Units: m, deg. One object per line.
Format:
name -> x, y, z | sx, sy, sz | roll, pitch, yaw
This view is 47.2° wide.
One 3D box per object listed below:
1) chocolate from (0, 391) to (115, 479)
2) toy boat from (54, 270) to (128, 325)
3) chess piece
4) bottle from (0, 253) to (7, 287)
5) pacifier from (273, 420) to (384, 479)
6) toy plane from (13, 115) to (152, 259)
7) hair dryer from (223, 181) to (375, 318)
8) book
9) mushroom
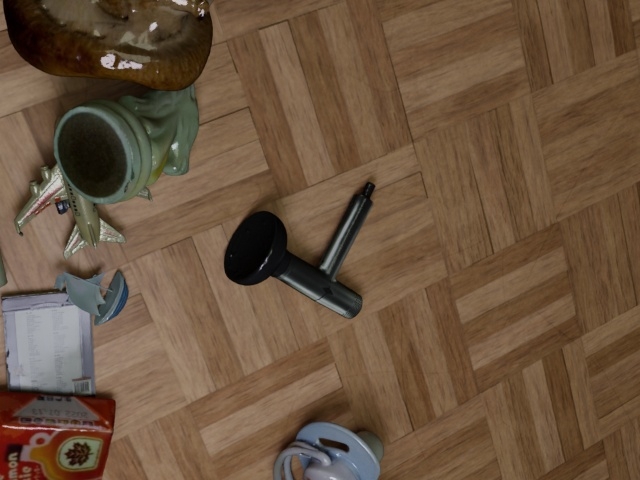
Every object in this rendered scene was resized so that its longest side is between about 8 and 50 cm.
chocolate -> -0.517, 0.414, 1.369 | 0.234, 0.108, 0.238 | 12, 103, -27
toy boat -> -0.425, 0.109, 1.371 | 0.149, 0.034, 0.106 | 0, 97, -50
chess piece -> -0.305, -0.180, 1.286 | 0.298, 0.175, 0.176 | -40, 123, -58
bottle -> -0.602, -0.013, 1.270 | 0.072, 0.072, 0.202 | -13, 106, -21
pacifier -> 0.054, 0.506, 1.629 | 0.233, 0.244, 0.300 | -30, 120, -48
toy plane -> -0.433, -0.097, 1.310 | 0.241, 0.104, 0.256 | -15, 107, -18
hair dryer -> -0.021, -0.007, 1.538 | 0.320, 0.155, 0.284 | 22, 72, -39
book -> -0.513, 0.207, 1.386 | 0.157, 0.026, 0.231 | -5, 104, -26
mushroom -> -0.325, -0.401, 1.182 | 0.345, 0.259, 0.346 | 6, 71, -17
